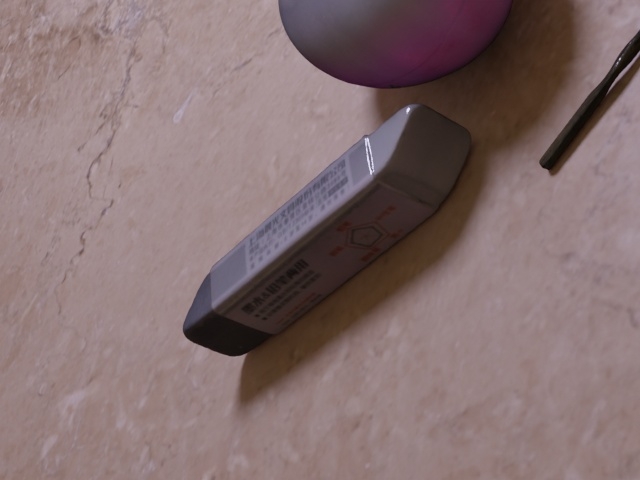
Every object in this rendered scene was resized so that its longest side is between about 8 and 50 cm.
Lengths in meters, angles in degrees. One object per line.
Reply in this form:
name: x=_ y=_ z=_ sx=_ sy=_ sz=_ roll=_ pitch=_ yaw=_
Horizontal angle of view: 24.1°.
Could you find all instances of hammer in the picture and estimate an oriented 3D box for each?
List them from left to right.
hammer: x=0.269 y=-0.174 z=1.222 sx=0.292 sy=0.029 sz=0.058 roll=-55 pitch=32 yaw=17

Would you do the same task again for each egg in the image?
egg: x=0.063 y=-0.239 z=1.398 sx=0.271 sy=0.196 sz=0.196 roll=22 pitch=87 yaw=59

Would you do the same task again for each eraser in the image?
eraser: x=0.000 y=0.000 z=1.417 sx=0.352 sy=0.089 sz=0.061 roll=-38 pitch=44 yaw=33
